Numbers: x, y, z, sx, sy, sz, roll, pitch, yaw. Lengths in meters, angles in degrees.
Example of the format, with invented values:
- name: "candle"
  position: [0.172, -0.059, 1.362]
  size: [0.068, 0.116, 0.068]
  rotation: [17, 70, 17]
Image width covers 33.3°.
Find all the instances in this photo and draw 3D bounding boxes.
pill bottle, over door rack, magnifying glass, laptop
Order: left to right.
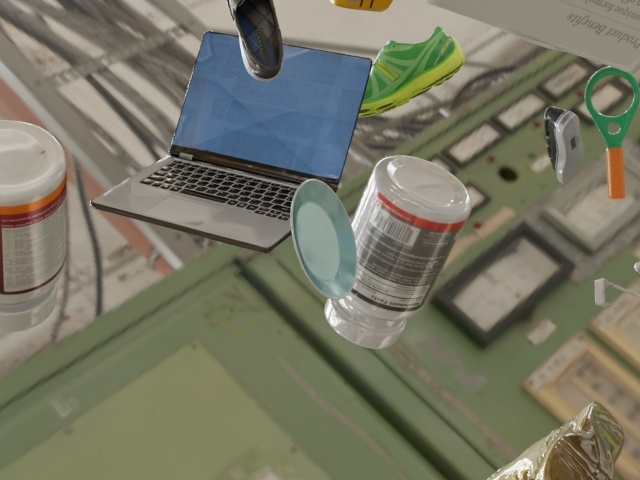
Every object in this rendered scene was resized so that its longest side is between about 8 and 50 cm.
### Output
- name: "pill bottle"
  position: [-0.335, -0.010, 1.152]
  size: [0.121, 0.121, 0.221]
  rotation: [-31, -30, -36]
- name: "laptop"
  position: [-0.161, -0.199, 1.987]
  size: [0.408, 0.381, 0.237]
  rotation: [-41, -42, -52]
- name: "pill bottle"
  position: [0.145, 0.028, 2.172]
  size: [0.210, 0.210, 0.363]
  rotation: [-21, -38, -48]
- name: "magnifying glass"
  position: [0.508, -0.186, 1.854]
  size: [0.026, 0.092, 0.231]
  rotation: [-41, -53, -69]
- name: "over door rack"
  position: [0.733, 0.062, 2.169]
  size: [0.239, 0.108, 0.324]
  rotation: [-23, -19, 40]

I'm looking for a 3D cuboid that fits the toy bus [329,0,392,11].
- name: "toy bus"
  position: [0.102, -0.574, 1.857]
  size: [0.130, 0.108, 0.333]
  rotation: [1, -61, -24]

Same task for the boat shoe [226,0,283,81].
- name: "boat shoe"
  position: [-0.103, -0.347, 1.572]
  size: [0.080, 0.229, 0.076]
  rotation: [-13, 4, -12]

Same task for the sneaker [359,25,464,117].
- name: "sneaker"
  position: [0.147, -0.341, 2.200]
  size: [0.295, 0.124, 0.109]
  rotation: [-25, -7, 8]

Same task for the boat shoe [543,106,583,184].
- name: "boat shoe"
  position: [0.333, -0.133, 1.478]
  size: [0.049, 0.040, 0.142]
  rotation: [-43, -33, -17]

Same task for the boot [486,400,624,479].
- name: "boot"
  position: [0.303, 0.337, 1.478]
  size: [0.203, 0.095, 0.262]
  rotation: [-44, -6, 30]

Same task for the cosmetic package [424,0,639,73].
- name: "cosmetic package"
  position: [0.281, -0.461, 1.187]
  size: [0.329, 0.327, 0.394]
  rotation: [11, -52, -33]

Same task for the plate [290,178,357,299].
- name: "plate"
  position: [0.000, 0.000, 1.622]
  size: [0.024, 0.188, 0.188]
  rotation: [-15, -5, 30]
